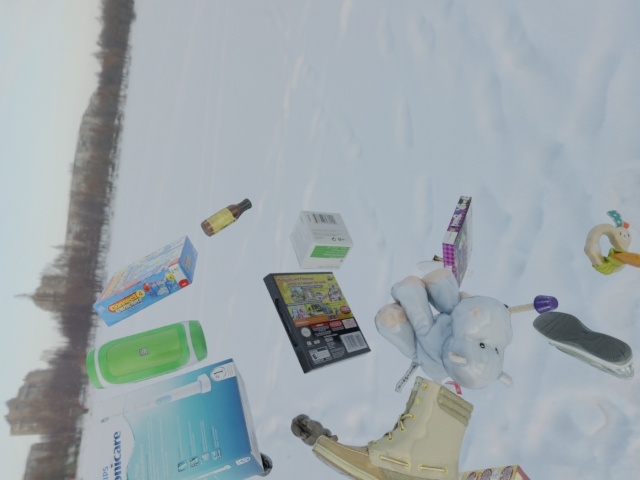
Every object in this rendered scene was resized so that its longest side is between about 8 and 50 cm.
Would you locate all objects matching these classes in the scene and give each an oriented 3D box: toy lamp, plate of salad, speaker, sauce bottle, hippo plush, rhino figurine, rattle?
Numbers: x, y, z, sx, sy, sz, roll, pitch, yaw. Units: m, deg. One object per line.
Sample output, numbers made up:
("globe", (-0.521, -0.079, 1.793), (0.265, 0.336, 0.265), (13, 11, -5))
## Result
("toy lamp", (0.823, 0.266, 1.905), (0.274, 0.080, 0.080), (149, 124, -64))
("plate of salad", (0.438, 0.095, 1.682), (0.199, 0.199, 0.048), (-23, 52, 63))
("speaker", (-0.470, 0.312, 1.312), (0.131, 0.296, 0.131), (165, 90, -81))
("sauce bottle", (-0.213, -0.056, 1.099), (0.042, 0.128, 0.042), (38, 149, 29))
("hippo plush", (0.246, 0.197, 0.958), (0.236, 0.234, 0.295), (171, 121, -78))
("rhino figurine", (0.005, 0.591, 1.417), (0.106, 0.243, 0.073), (4, 55, 54))
("rattle", (0.750, -0.013, 1.165), (0.130, 0.199, 0.143), (49, 157, 13))

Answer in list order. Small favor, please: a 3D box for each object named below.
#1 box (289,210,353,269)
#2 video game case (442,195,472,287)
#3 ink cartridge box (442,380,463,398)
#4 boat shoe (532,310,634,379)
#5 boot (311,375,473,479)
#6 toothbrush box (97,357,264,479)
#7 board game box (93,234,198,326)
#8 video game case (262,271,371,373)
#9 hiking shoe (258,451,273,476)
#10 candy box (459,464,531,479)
("box", (0.000, 0.000, 1.053), (0.087, 0.101, 0.102), (-62, 37, 40))
("video game case", (0.424, 0.018, 1.464), (0.210, 0.041, 0.232), (-59, -33, -35))
("ink cartridge box", (0.513, 0.657, 1.954), (0.063, 0.150, 0.109), (-10, 94, 53))
("boat shoe", (0.798, 0.318, 1.469), (0.320, 0.118, 0.103), (25, 149, 60))
("boot", (0.133, 0.333, 0.838), (0.095, 0.261, 0.204), (109, -178, -68))
("toothbrush box", (-0.290, 0.405, 0.981), (0.126, 0.295, 0.216), (82, 167, -48))
("board game box", (-0.582, 0.127, 1.635), (0.086, 0.301, 0.308), (63, 178, -20))
("video game case", (-0.002, 0.194, 1.214), (0.035, 0.274, 0.248), (-37, 68, 28))
("hiking shoe", (-0.250, 0.646, 1.441), (0.114, 0.226, 0.086), (109, 175, -58))
("candy box", (0.552, 0.833, 1.530), (0.183, 0.087, 0.316), (49, 136, -2))
